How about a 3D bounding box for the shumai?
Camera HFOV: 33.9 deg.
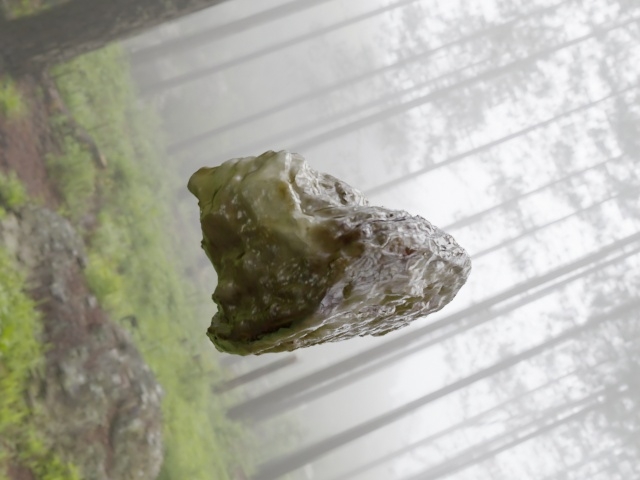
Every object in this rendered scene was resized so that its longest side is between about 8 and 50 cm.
[{"bbox_3d":[0.005,0.007,0.504,0.139,0.123,0.105,14,-70,63],"label":"shumai"}]
